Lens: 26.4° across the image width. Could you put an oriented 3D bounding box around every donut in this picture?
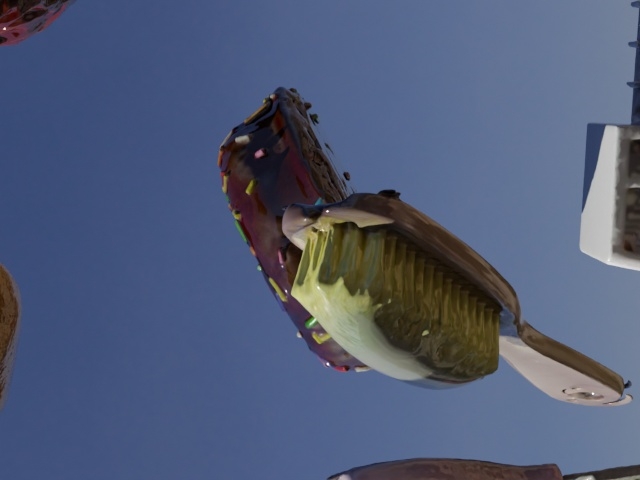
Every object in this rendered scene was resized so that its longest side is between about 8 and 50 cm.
[{"bbox_3d":[0.000,0.000,1.035,0.235,0.089,0.235,61,-176,-8],"label":"donut"}]

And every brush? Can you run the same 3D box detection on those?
[{"bbox_3d":[0.080,0.058,0.700,0.313,0.072,0.067,32,-115,-50],"label":"brush"}]

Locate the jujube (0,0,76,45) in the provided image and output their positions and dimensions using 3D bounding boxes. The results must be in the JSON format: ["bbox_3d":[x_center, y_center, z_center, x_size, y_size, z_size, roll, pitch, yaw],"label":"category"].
[{"bbox_3d":[-0.311,-0.272,1.184,0.232,0.213,0.213,-18,-76,-53],"label":"jujube"}]

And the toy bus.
[{"bbox_3d":[0.266,-0.120,0.952,0.113,0.139,0.302,-118,31,-84],"label":"toy bus"}]

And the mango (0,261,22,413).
[{"bbox_3d":[-0.330,0.093,1.220,0.147,0.109,0.227,-37,-38,-27],"label":"mango"}]

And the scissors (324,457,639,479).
[{"bbox_3d":[0.081,0.074,0.416,0.100,0.189,0.015,81,179,-68],"label":"scissors"}]
